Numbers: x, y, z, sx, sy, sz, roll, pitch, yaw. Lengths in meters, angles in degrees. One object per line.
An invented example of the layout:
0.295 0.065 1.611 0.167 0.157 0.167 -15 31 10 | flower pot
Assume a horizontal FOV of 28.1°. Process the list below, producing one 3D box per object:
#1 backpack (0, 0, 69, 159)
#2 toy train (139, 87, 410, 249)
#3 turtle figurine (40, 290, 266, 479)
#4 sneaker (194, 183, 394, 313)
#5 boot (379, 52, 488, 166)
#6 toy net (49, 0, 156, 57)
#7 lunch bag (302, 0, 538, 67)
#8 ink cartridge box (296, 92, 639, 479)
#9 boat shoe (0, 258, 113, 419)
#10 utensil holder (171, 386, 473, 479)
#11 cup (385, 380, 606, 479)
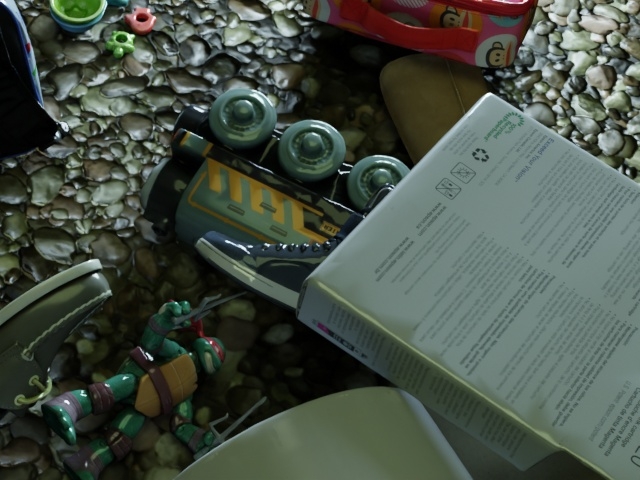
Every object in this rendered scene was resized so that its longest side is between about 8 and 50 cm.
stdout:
-0.435 -0.206 1.395 0.277 0.263 0.213 -19 61 -21 | backpack
-0.038 -0.034 1.433 0.334 0.142 0.190 27 65 9 | toy train
-0.159 0.152 1.291 0.234 0.118 0.175 -32 107 -26 | turtle figurine
0.001 0.000 1.304 0.226 0.086 0.163 26 88 0 | sneaker
0.215 -0.119 1.564 0.236 0.089 0.269 -3 54 -14 | boot
-0.255 -0.338 1.655 0.122 0.045 0.232 20 54 4 | toy net
0.127 -0.317 1.625 0.293 0.120 0.258 16 36 8 | lunch bag
0.201 0.046 1.157 0.330 0.071 0.324 35 52 14 | ink cartridge box
-0.314 0.137 1.225 0.305 0.109 0.091 -39 82 -1 | boat shoe
0.046 0.363 1.052 0.328 0.327 0.385 -20 59 -22 | utensil holder
0.250 0.134 1.301 0.331 0.237 0.331 5 55 -8 | cup
